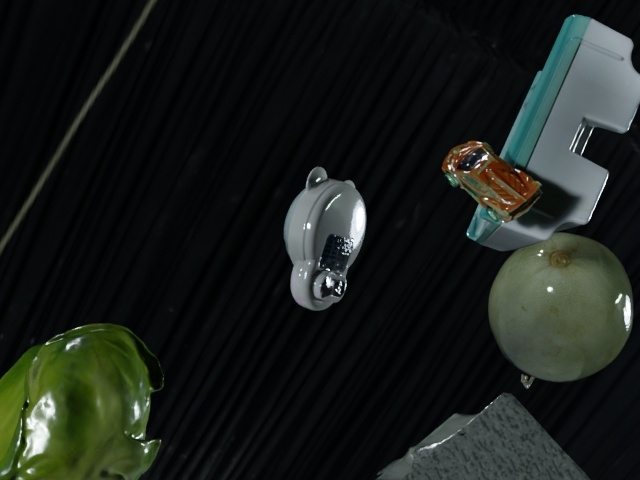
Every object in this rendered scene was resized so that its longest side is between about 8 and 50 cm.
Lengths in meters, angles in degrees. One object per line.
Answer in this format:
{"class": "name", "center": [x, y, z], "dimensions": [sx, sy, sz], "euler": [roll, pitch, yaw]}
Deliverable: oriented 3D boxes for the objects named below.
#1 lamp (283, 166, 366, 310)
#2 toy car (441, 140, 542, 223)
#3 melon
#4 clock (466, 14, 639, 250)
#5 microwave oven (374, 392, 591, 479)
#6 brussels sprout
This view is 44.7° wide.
{"class": "lamp", "center": [-0.002, 0.001, 1.386], "dimensions": [0.108, 0.246, 0.179], "euler": [8, -5, 37]}
{"class": "toy car", "center": [0.178, -0.068, 0.824], "dimensions": [0.122, 0.059, 0.035], "euler": [47, -4, 35]}
{"class": "melon", "center": [0.429, 0.120, 1.392], "dimensions": [0.272, 0.272, 0.308], "euler": [34, -9, 8]}
{"class": "clock", "center": [0.290, -0.110, 0.970], "dimensions": [0.116, 0.262, 0.231], "euler": [25, -3, 7]}
{"class": "microwave oven", "center": [0.174, 0.464, 1.038], "dimensions": [0.374, 0.432, 0.236], "euler": [48, -13, 21]}
{"class": "brussels sprout", "center": [-0.349, 0.256, 1.102], "dimensions": [0.227, 0.294, 0.259], "euler": [33, -15, -22]}
